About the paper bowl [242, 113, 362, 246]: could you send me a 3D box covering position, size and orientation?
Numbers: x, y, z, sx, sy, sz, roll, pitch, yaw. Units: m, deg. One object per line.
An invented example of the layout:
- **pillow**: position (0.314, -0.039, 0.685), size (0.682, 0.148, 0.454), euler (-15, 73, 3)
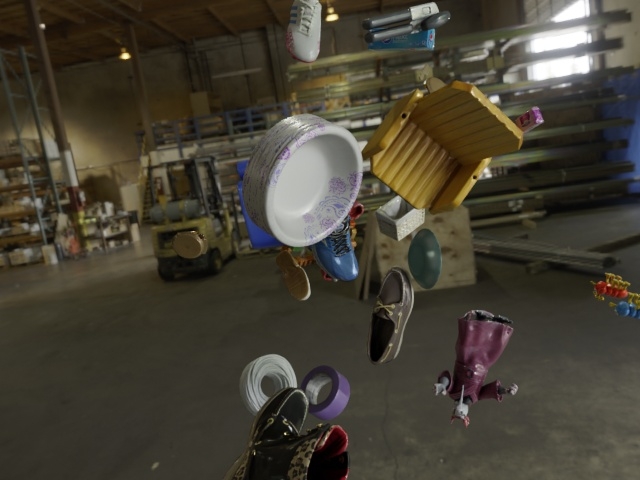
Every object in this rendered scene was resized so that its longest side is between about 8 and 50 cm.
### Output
- **paper bowl**: position (-0.051, -0.141, 1.162), size (0.284, 0.285, 0.148), euler (-17, 37, -41)

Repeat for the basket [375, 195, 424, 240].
- **basket**: position (0.303, -0.089, 1.949), size (0.167, 0.103, 0.113), euler (-33, 43, -26)

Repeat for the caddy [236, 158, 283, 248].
- **caddy**: position (-0.164, -0.127, 1.730), size (0.179, 0.342, 0.241), euler (-11, 44, -2)

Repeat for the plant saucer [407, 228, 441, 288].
- **plant saucer**: position (0.319, 0.059, 1.646), size (0.037, 0.195, 0.195), euler (-2, 6, -17)

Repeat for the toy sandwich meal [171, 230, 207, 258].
- **toy sandwich meal**: position (-0.317, 0.007, 1.255), size (0.085, 0.086, 0.029), euler (-8, 33, 5)

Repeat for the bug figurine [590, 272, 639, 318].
- **bug figurine**: position (0.849, 0.166, 1.368), size (0.216, 0.072, 0.279), euler (12, 13, 12)

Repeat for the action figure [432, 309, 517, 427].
- **action figure**: position (0.465, 0.401, 1.648), size (0.247, 0.371, 0.276), euler (17, 2, -3)

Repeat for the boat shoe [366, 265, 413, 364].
- **boat shoe**: position (0.218, 0.244, 1.671), size (0.116, 0.325, 0.096), euler (17, 13, 31)

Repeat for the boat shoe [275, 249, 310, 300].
- **boat shoe**: position (-0.100, 0.157, 2.199), size (0.098, 0.096, 0.277), euler (-34, 47, 5)

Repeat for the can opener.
- **can opener**: position (0.261, -0.652, 1.541), size (0.283, 0.076, 0.095), euler (-23, 23, -25)

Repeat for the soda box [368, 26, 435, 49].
- **soda box**: position (0.268, -0.670, 1.724), size (0.210, 0.067, 0.071), euler (10, 16, 27)

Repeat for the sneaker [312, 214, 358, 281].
- **sneaker**: position (0.034, -0.018, 1.620), size (0.129, 0.330, 0.147), euler (-28, 10, -18)

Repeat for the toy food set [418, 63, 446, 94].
- **toy food set**: position (0.407, -0.511, 1.792), size (0.038, 0.192, 0.132), euler (-39, 14, 44)

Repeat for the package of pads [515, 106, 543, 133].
- **package of pads**: position (0.612, -0.351, 1.520), size (0.031, 0.050, 0.083), euler (-12, -9, -18)

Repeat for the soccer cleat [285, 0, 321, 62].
- **soccer cleat**: position (-0.054, -0.746, 1.761), size (0.115, 0.332, 0.143), euler (7, -37, -14)

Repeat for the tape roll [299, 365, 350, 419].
- **tape roll**: position (0.014, 0.583, 1.984), size (0.188, 0.080, 0.189), euler (-25, 42, 25)

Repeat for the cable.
- **cable**: position (-0.215, 0.612, 2.168), size (0.089, 0.257, 0.257), euler (-30, 5, 46)

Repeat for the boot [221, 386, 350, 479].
- **boot**: position (-0.054, 0.474, 1.195), size (0.284, 0.138, 0.377), euler (-27, 13, 36)

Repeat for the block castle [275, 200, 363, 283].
- **block castle**: position (0.000, 0.000, 2.374), size (0.302, 0.454, 0.213), euler (-6, 41, -34)

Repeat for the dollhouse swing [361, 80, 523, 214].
- **dollhouse swing**: position (0.375, -0.267, 1.595), size (0.315, 0.346, 0.305), euler (-55, 19, -1)
